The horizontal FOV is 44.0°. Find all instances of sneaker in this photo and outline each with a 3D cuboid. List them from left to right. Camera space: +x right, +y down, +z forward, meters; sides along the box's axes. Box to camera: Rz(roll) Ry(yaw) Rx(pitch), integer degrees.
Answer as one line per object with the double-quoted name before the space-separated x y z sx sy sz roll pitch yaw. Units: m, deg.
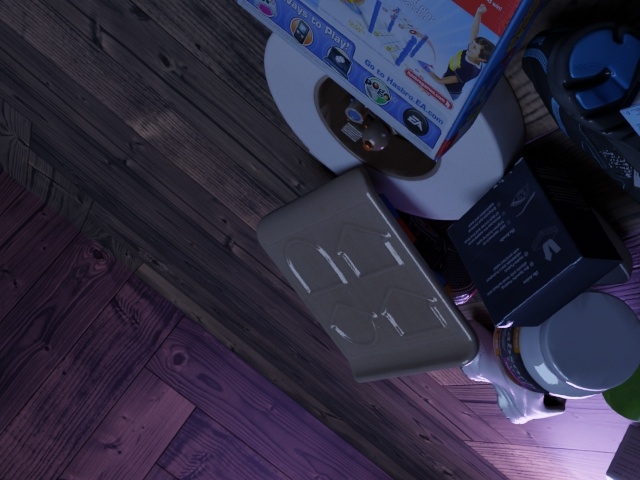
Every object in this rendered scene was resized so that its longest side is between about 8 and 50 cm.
"sneaker" 0.140 0.002 1.346 0.299 0.121 0.112 35 156 3
"sneaker" 0.376 0.249 1.558 0.129 0.111 0.297 -17 130 44
"sneaker" 0.354 -0.112 0.850 0.341 0.125 0.140 42 -175 -21

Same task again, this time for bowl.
"bowl" 0.358 0.001 1.111 0.142 0.053 0.142 44 156 -19

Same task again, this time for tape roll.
"tape roll" 0.094 -0.180 1.111 0.391 0.072 0.392 30 157 14

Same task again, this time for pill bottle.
"pill bottle" 0.360 0.150 1.174 0.162 0.162 0.278 34 173 6

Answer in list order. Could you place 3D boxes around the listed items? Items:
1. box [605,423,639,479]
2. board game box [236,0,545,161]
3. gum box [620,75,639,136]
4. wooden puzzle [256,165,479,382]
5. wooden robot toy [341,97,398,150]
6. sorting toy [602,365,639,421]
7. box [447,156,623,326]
"box" 0.663 0.474 1.527 0.181 0.119 0.181 20 154 35
"board game box" 0.070 -0.281 0.792 0.308 0.086 0.302 41 148 11
"gum box" 0.370 -0.111 0.723 0.184 0.157 0.041 44 156 -19
"wooden puzzle" 0.077 0.063 1.323 0.322 0.080 0.348 -23 102 52
"wooden robot toy" 0.068 -0.150 1.008 0.076 0.079 0.173 46 156 -24
"sorting toy" 0.518 0.228 1.309 0.365 0.127 0.126 17 178 38
"box" 0.270 0.006 1.021 0.093 0.158 0.156 5 141 -38
